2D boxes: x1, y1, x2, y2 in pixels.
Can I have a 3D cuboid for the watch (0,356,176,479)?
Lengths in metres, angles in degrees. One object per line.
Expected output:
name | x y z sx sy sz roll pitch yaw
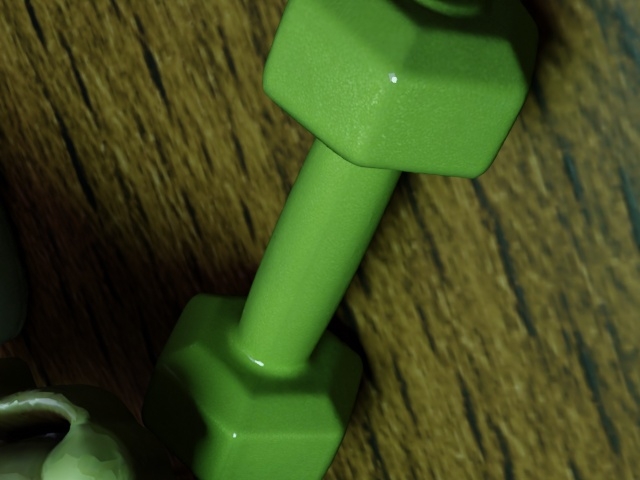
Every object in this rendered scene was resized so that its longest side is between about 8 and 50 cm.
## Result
watch | -0.218 0.192 0.687 0.335 0.327 0.314 12 77 18

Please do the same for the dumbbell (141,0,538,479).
dumbbell | 0.000 0.000 0.582 0.108 0.121 0.302 23 128 -2

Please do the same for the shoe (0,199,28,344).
shoe | -0.306 -0.049 0.792 0.124 0.159 0.316 5 115 41
